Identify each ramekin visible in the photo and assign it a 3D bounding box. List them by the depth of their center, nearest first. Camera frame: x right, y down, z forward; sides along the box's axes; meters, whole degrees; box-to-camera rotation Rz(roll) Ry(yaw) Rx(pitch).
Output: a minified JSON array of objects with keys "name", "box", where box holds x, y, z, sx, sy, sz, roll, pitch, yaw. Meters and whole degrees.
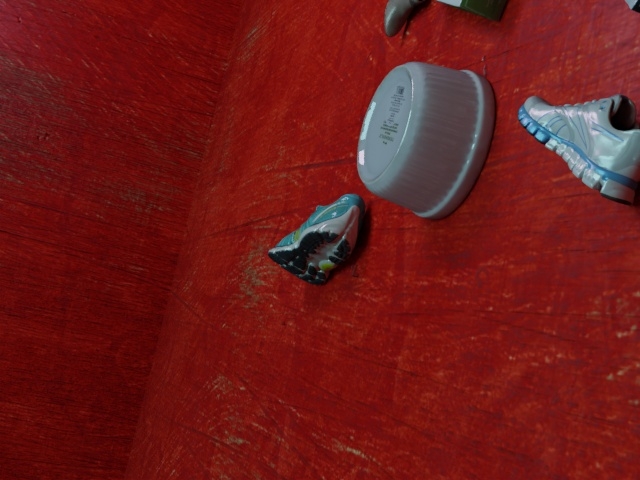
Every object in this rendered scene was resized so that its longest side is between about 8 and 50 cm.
[{"name":"ramekin","box":[0.131,-0.139,1.166,0.207,0.109,0.207,-165,90,-72]}]

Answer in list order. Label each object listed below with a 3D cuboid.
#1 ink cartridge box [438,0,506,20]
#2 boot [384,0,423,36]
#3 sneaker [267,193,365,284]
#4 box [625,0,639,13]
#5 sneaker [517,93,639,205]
[{"name":"ink cartridge box","box":[0.203,-0.380,1.217,0.209,0.062,0.109,-121,48,-66]},{"name":"boot","box":[0.146,-0.393,1.429,0.087,0.042,0.118,-148,74,-69]},{"name":"sneaker","box":[0.000,0.000,1.500,0.275,0.107,0.110,-30,28,58]},{"name":"box","box":[0.345,-0.342,0.805,0.159,0.044,0.233,-96,28,-48]},{"name":"sneaker","box":[0.264,-0.109,0.845,0.083,0.071,0.190,-61,31,20]}]
